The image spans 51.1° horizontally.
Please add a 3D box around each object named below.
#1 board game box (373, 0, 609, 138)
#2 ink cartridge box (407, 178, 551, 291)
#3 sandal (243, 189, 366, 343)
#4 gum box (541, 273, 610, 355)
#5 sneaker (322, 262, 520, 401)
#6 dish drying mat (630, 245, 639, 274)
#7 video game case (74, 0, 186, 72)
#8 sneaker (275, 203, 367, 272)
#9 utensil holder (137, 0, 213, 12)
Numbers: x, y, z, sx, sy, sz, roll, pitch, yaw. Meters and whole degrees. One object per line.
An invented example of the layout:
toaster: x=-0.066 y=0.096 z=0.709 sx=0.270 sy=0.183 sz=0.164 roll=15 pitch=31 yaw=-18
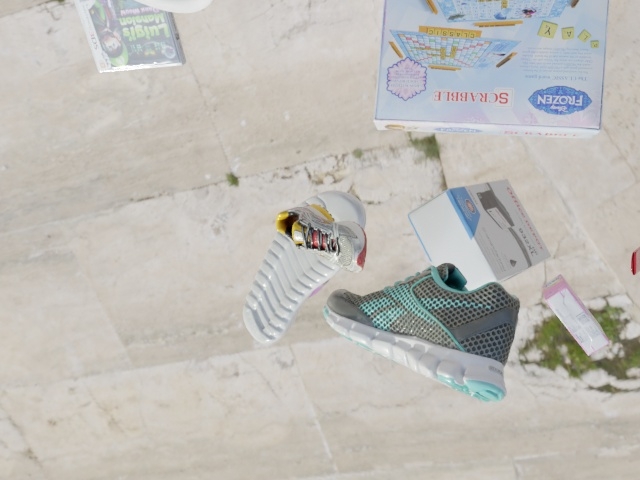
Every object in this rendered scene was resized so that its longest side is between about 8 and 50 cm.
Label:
board game box: x=0.248 y=-0.315 z=0.977 sx=0.318 sy=0.066 sz=0.318 roll=5 pitch=88 yaw=11
ink cartridge box: x=0.370 y=-0.008 z=1.530 sx=0.129 sy=0.307 sz=0.223 roll=-35 pitch=76 yaw=38
sandal: x=-0.035 y=0.051 z=1.440 sx=0.169 sy=0.102 sz=0.416 roll=52 pitch=121 yaw=22
gum box: x=0.637 y=0.188 z=1.670 sx=0.062 sy=0.107 sz=0.188 roll=-37 pitch=93 yaw=18
sneaker: x=0.068 y=0.049 z=0.453 sx=0.065 sy=0.166 sz=0.076 roll=31 pitch=81 yaw=-37
dish drying mat: x=0.429 y=0.025 z=0.904 sx=0.008 sy=0.083 sz=0.032 roll=2 pitch=98 yaw=35
video game case: x=-0.353 y=-0.399 z=1.225 sx=0.190 sy=0.022 sz=0.173 roll=1 pitch=123 yaw=20
sneaker: x=0.000 y=0.000 z=1.190 sx=0.092 sy=0.225 sz=0.088 roll=-6 pitch=111 yaw=-36
utensil holder: x=-0.207 y=-0.589 z=0.961 sx=0.327 sy=0.327 sz=0.386 roll=28 pitch=76 yaw=-8
